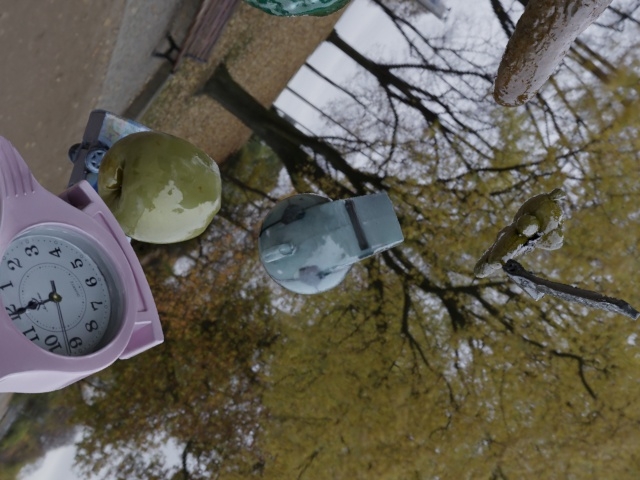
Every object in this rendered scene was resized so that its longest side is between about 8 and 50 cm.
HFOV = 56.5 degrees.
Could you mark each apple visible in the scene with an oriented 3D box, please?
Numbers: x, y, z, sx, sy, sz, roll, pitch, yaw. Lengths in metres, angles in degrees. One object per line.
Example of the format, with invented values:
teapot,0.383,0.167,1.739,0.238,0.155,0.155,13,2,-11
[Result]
apple,-0.262,-0.084,0.973,0.200,0.200,0.200,-51,-164,20

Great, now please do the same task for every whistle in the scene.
whistle,0.000,0.000,0.916,0.163,0.163,0.290,-49,163,25

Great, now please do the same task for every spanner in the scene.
spanner,0.332,0.071,0.831,0.026,0.093,0.325,-51,-172,0

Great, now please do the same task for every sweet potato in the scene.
sweet potato,0.329,-0.314,0.800,0.114,0.092,0.341,-16,152,-42

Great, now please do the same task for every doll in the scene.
doll,0.351,0.002,1.021,0.209,0.097,0.137,-39,160,-22

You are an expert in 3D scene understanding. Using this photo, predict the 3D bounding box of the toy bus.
toy bus,-0.418,-0.075,1.132,0.109,0.136,0.329,16,-90,50

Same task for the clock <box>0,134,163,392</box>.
clock,-0.331,0.028,0.643,0.080,0.290,0.275,-25,179,29

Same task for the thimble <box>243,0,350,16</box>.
thimble,-0.003,-0.383,0.615,0.288,0.167,0.254,-29,-118,14
